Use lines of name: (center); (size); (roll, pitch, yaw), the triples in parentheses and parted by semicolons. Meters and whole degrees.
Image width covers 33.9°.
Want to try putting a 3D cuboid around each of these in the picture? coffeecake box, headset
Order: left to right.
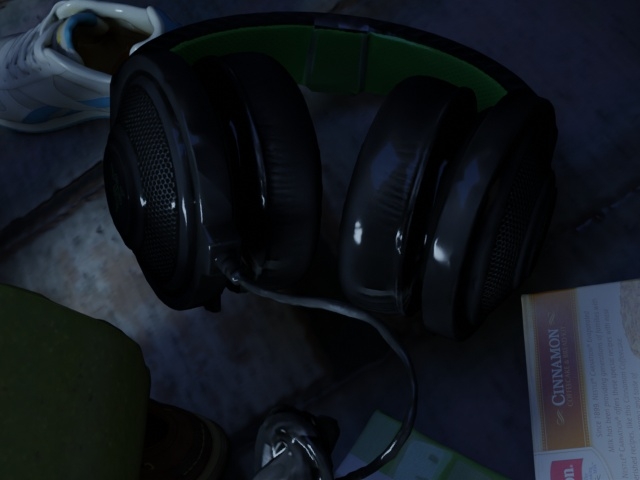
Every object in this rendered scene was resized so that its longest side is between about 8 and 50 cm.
headset: (0.000, 0.000, 0.545); (0.243, 0.185, 0.394); (6, 32, -1)
coffeecake box: (0.196, 0.088, 0.493); (0.185, 0.068, 0.142); (-9, 58, 19)

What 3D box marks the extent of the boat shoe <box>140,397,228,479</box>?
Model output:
boat shoe: (-0.143, 0.111, 0.631); (0.178, 0.060, 0.064); (3, 63, 25)

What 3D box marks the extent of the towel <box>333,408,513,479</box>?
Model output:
towel: (0.031, 0.172, 0.543); (0.113, 0.023, 0.152); (24, 73, 32)

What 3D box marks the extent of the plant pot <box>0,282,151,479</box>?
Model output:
plant pot: (-0.192, 0.154, 0.483); (0.276, 0.276, 0.254); (2, 67, 24)

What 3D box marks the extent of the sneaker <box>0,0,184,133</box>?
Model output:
sneaker: (-0.183, -0.134, 0.773); (0.229, 0.092, 0.087); (3, 64, 26)
